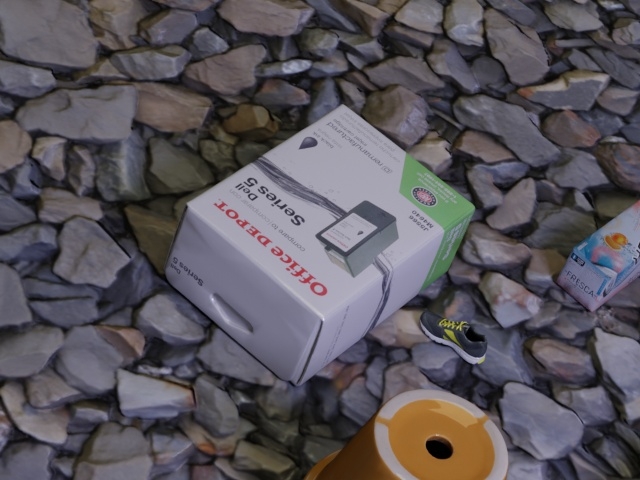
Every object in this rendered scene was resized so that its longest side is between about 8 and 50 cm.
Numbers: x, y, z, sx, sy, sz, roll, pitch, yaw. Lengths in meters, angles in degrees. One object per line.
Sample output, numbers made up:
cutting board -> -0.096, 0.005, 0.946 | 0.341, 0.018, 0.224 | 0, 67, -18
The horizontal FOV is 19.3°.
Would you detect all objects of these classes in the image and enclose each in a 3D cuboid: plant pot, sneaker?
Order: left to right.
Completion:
plant pot -> 0.084, 0.244, 1.739 | 0.205, 0.188, 0.205 | 11, 45, -11
sneaker -> 0.146, 0.097, 2.017 | 0.083, 0.035, 0.031 | 32, 44, 11

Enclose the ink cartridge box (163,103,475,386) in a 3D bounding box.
ink cartridge box -> 0.000, 0.000, 1.996 | 0.198, 0.115, 0.273 | 39, 46, 17

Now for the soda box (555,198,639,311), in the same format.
soda box -> 0.351, 0.009, 2.164 | 0.058, 0.063, 0.183 | 40, 46, 19
